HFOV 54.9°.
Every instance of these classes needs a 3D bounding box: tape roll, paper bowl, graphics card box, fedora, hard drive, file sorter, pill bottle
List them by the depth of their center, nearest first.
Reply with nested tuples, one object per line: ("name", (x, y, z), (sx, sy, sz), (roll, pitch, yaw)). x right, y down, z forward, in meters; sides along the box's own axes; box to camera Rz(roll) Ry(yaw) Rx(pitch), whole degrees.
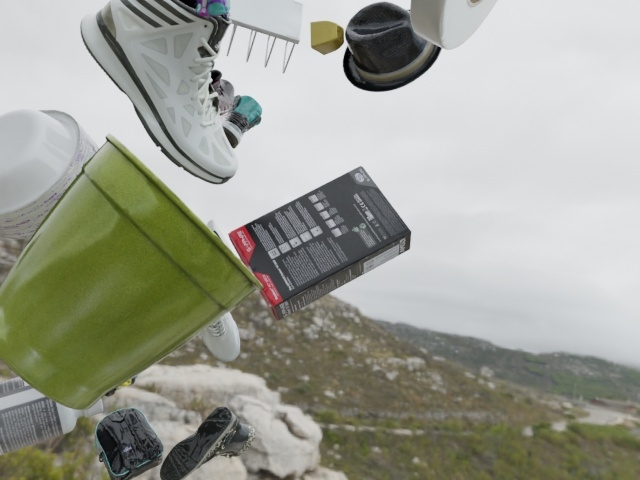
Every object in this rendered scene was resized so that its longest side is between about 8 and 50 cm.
("tape roll", (0.301, -0.554, 1.159), (0.072, 0.392, 0.392), (32, -1, 17))
("paper bowl", (-0.613, -0.157, 1.275), (0.284, 0.284, 0.148), (6, -31, 22))
("graphics card box", (0.000, 0.000, 1.456), (0.370, 0.233, 0.094), (-29, -29, -10))
("hard drive", (-0.242, 0.004, 1.493), (0.022, 0.094, 0.135), (-31, 18, -4))
("pill bottle", (-0.734, 0.428, 1.578), (0.318, 0.177, 0.176), (-14, 3, -25))
("fedora", (0.192, -0.602, 1.830), (0.333, 0.334, 0.152), (4, -20, 33))
("file sorter", (-0.218, -0.699, 2.035), (0.277, 0.193, 0.173), (14, -36, -15))

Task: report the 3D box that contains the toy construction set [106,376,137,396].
("toy construction set", (-0.518, 0.252, 1.457), (0.151, 0.215, 0.327), (-22, 3, -29))

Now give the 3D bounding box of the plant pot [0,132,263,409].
("plant pot", (-0.350, 0.075, 1.036), (0.366, 0.353, 0.366), (44, -9, 8))

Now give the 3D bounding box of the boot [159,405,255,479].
("boot", (-0.281, 0.547, 1.592), (0.085, 0.236, 0.179), (39, -9, 35))

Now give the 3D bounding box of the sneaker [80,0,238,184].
("sneaker", (-0.259, -0.330, 1.288), (0.257, 0.169, 0.448), (-25, -60, 21))

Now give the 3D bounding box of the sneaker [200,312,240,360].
("sneaker", (-0.267, 0.193, 1.524), (0.094, 0.258, 0.091), (-21, 16, -5))

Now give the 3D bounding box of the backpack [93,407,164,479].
("backpack", (-0.555, 0.584, 1.760), (0.165, 0.188, 0.144), (-23, -26, -34))

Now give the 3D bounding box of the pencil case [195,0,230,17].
("pencil case", (-0.194, -0.466, 1.069), (0.064, 0.070, 0.152), (12, -45, 12))

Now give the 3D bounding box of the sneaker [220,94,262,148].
("sneaker", (-0.266, -0.394, 2.023), (0.124, 0.178, 0.295), (46, -6, -20))

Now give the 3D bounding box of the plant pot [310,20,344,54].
("plant pot", (0.025, -0.616, 1.859), (0.083, 0.081, 0.081), (-3, -4, 32))

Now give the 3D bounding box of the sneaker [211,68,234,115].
("sneaker", (-0.300, -0.430, 1.750), (0.106, 0.281, 0.162), (40, -50, -4))
